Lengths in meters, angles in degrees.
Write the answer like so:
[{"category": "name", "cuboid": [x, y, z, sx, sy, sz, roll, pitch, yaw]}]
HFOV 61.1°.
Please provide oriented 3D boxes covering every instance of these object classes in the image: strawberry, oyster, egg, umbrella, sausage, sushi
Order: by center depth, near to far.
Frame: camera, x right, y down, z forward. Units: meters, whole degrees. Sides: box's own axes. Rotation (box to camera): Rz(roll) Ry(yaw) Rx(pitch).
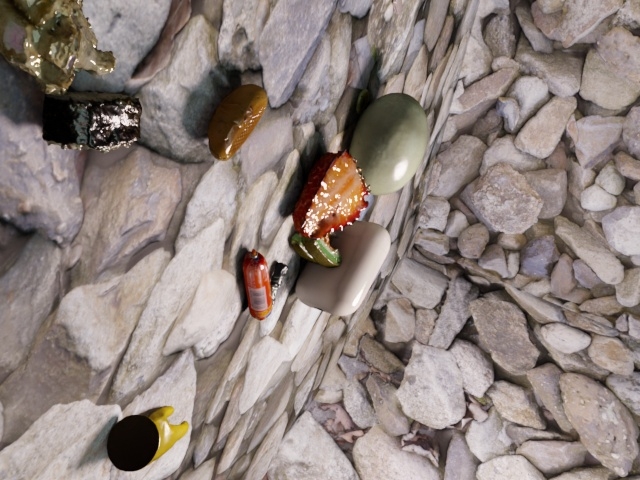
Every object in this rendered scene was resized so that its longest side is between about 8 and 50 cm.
[{"category": "oyster", "cuboid": [-0.314, -0.260, 0.664, 0.191, 0.081, 0.164, -15, 122, -72]}, {"category": "sushi", "cuboid": [-0.315, -0.166, 0.754, 0.150, 0.090, 0.078, -39, 140, -65]}, {"category": "sausage", "cuboid": [-0.178, 0.120, 1.520, 0.074, 0.074, 0.274, -53, 157, -34]}, {"category": "strawberry", "cuboid": [0.020, -0.130, 1.666, 0.253, 0.150, 0.280, 32, 83, -51]}, {"category": "umbrella", "cuboid": [-0.148, 0.158, 1.684, 0.050, 0.046, 0.189, 18, 97, -35]}, {"category": "egg", "cuboid": [0.227, -0.321, 1.824, 0.258, 0.258, 0.353, -27, 137, -63]}]

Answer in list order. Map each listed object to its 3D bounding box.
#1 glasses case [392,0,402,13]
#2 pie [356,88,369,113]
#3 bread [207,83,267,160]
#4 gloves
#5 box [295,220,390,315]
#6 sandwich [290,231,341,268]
[{"category": "glasses case", "cuboid": [0.245, -0.750, 1.720, 0.032, 0.021, 0.083, -69, 162, 1]}, {"category": "pie", "cuboid": [0.137, -0.456, 1.778, 0.084, 0.021, 0.084, -55, 158, -34]}, {"category": "bread", "cuboid": [-0.173, -0.242, 1.086, 0.189, 0.077, 0.114, -57, 180, -28]}, {"category": "gloves", "cuboid": [-0.407, 0.487, 1.323, 0.133, 0.116, 0.294, -34, 164, -9]}, {"category": "box", "cuboid": [0.075, 0.087, 1.880, 0.141, 0.288, 0.349, 40, 71, -35]}, {"category": "sandwich", "cuboid": [-0.005, -0.003, 1.770, 0.185, 0.109, 0.160, 45, 48, -47]}]
